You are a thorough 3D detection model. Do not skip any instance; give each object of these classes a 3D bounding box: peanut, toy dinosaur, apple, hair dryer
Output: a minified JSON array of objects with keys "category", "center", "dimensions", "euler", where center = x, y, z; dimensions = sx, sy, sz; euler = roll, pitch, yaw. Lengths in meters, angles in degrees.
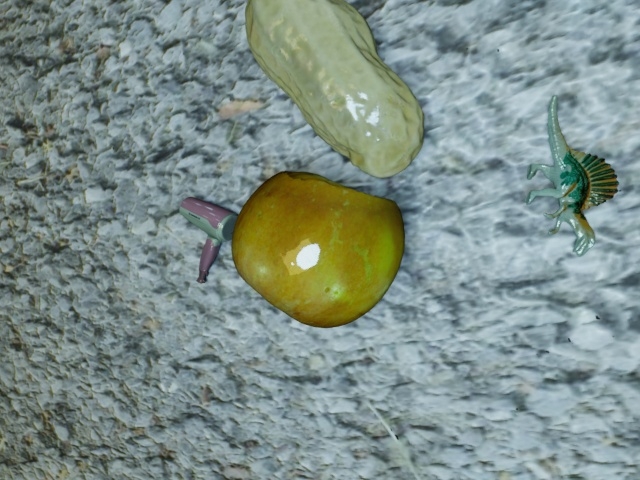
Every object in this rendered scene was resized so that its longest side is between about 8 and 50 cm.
[{"category":"peanut","center":[0.022,-0.223,0.655],"dimensions":[0.152,0.152,0.313],"euler":[-42,80,24]},{"category":"toy dinosaur","center":[0.319,-0.078,0.603],"dimensions":[0.106,0.044,0.187],"euler":[14,92,8]},{"category":"apple","center":[0.000,0.000,0.666],"dimensions":[0.237,0.237,0.207],"euler":[37,92,15]},{"category":"hair dryer","center":[-0.204,0.008,0.849],"dimensions":[0.106,0.054,0.154],"euler":[21,111,24]}]
